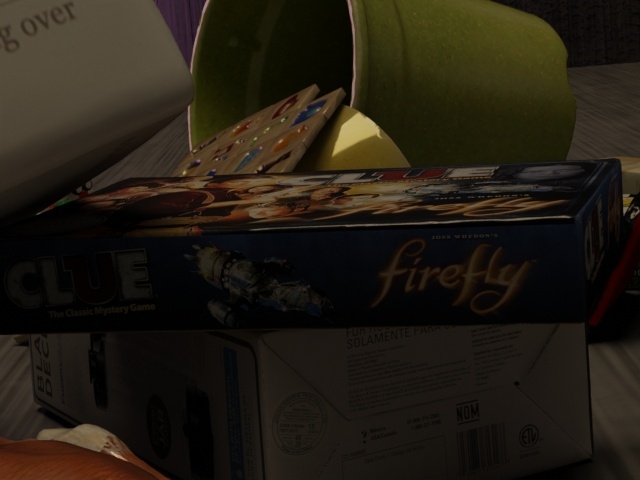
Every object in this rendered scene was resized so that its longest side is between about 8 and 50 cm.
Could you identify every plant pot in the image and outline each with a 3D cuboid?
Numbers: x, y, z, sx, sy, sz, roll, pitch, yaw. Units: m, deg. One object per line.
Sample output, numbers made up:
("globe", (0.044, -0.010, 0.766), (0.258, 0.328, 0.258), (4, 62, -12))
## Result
("plant pot", (0.063, -0.117, 1.341), (0.253, 0.276, 0.276), (2, 5, -31))
("plant pot", (0.001, -0.013, 1.103), (0.095, 0.134, 0.134), (-32, 21, -24))

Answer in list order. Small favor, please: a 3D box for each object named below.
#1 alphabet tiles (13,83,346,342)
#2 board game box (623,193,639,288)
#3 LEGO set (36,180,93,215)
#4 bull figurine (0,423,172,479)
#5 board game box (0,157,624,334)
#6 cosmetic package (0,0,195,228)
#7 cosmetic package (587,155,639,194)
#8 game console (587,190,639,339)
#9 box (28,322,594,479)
("alphabet tiles", (-0.085, -0.028, 1.085), (0.198, 0.009, 0.237), (-24, 20, 33))
("board game box", (0.217, -0.003, 1.185), (0.136, 0.030, 0.259), (-4, 9, 19))
("LEGO set", (-0.290, -0.008, 1.478), (0.244, 0.060, 0.182), (-12, 17, -6))
("bull figurine", (-0.176, 0.116, 0.436), (0.310, 0.101, 0.188), (-7, 8, -14))
("board game box", (0.000, 0.000, 0.687), (0.243, 0.042, 0.165), (-2, 10, 16))
("cosmetic package", (-0.327, -0.125, 0.655), (0.329, 0.394, 0.327), (-28, 2, -35))
("cosmetic package", (0.270, -0.046, 1.373), (0.060, 0.041, 0.115), (-10, 11, -27))
("game console", (0.149, 0.008, 0.990), (0.085, 0.124, 0.144), (25, 18, 13))
("box", (-0.022, 0.052, 0.788), (0.169, 0.087, 0.290), (-10, 10, -27))
